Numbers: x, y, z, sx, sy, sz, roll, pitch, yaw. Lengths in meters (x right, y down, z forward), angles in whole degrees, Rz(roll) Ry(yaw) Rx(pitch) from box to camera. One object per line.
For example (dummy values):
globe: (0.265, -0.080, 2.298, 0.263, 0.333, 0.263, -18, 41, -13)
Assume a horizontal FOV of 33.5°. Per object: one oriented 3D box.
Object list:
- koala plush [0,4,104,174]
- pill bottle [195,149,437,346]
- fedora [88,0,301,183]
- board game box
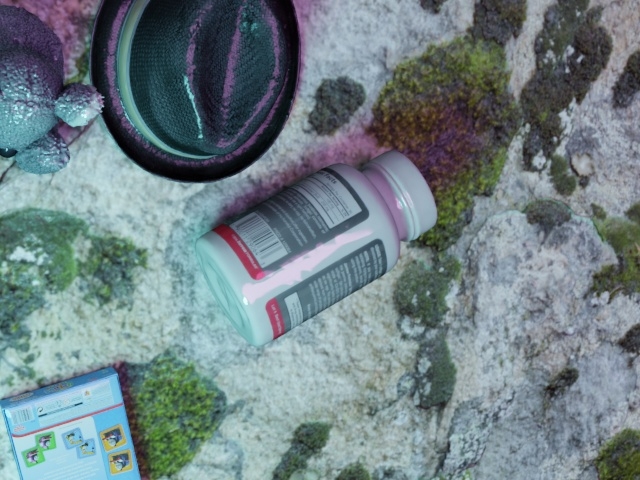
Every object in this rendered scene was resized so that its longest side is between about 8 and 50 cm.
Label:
koala plush: (-0.367, -0.177, 1.260, 0.196, 0.221, 0.203, 11, 97, -26)
pill bottle: (0.000, 0.000, 1.499, 0.319, 0.176, 0.176, -29, 113, -16)
fedora: (-0.140, -0.231, 1.393, 0.334, 0.152, 0.334, -6, 104, -24)
board game box: (-0.342, 0.299, 1.485, 0.160, 0.039, 0.211, -16, 107, -21)
